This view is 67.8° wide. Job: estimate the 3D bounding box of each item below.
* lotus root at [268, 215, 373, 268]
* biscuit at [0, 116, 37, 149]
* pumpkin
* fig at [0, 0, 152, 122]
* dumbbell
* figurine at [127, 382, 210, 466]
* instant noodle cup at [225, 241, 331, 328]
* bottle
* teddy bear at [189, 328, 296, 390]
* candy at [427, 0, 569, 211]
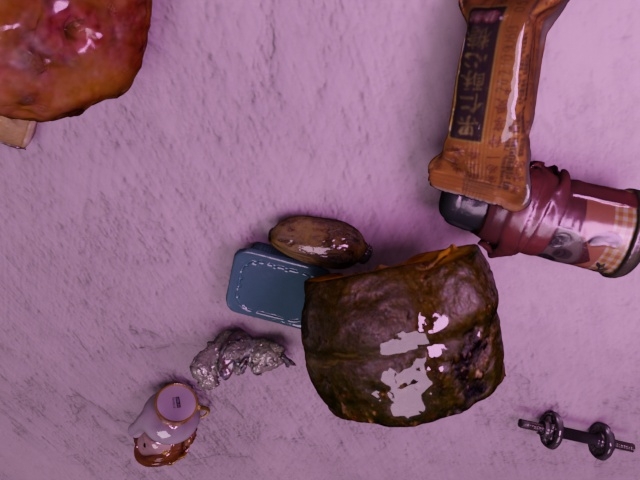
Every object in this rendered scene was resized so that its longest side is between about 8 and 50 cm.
[{"bbox_3d":[0.000,0.000,0.808,0.180,0.080,0.089,13,157,2],"label":"lotus root"},{"bbox_3d":[-0.453,-0.222,0.731,0.056,0.052,0.188,24,129,-25],"label":"biscuit"},{"bbox_3d":[0.120,0.140,0.735,0.304,0.256,0.225,-16,92,-2],"label":"pumpkin"},{"bbox_3d":[-0.390,-0.331,0.565,0.369,0.286,0.286,45,126,13],"label":"fig"},{"bbox_3d":[0.559,0.426,1.042,0.254,0.081,0.081,12,128,0],"label":"dumbbell"},{"bbox_3d":[-0.382,0.469,1.189,0.190,0.142,0.263,7,132,-25],"label":"figurine"},{"bbox_3d":[-0.076,0.077,0.886,0.179,0.070,0.157,16,126,-2],"label":"instant noodle cup"},{"bbox_3d":[0.311,-0.036,0.696,0.272,0.143,0.156,14,104,9],"label":"bottle"},{"bbox_3d":[-0.169,0.241,1.016,0.213,0.111,0.133,-9,151,-14],"label":"teddy bear"},{"bbox_3d":[0.215,-0.174,0.600,0.143,0.101,0.271,18,119,33],"label":"candy"}]
